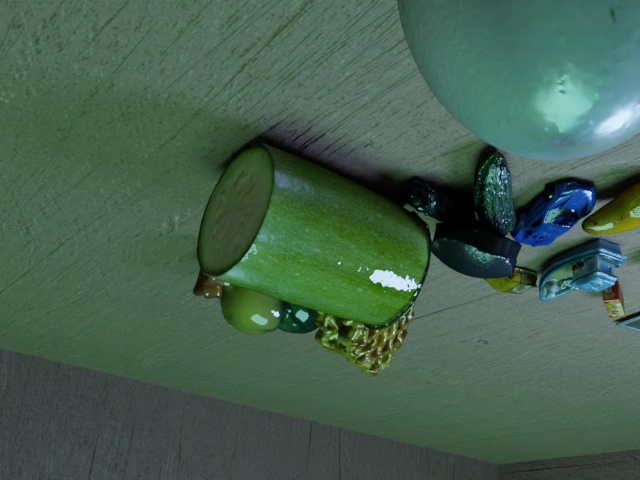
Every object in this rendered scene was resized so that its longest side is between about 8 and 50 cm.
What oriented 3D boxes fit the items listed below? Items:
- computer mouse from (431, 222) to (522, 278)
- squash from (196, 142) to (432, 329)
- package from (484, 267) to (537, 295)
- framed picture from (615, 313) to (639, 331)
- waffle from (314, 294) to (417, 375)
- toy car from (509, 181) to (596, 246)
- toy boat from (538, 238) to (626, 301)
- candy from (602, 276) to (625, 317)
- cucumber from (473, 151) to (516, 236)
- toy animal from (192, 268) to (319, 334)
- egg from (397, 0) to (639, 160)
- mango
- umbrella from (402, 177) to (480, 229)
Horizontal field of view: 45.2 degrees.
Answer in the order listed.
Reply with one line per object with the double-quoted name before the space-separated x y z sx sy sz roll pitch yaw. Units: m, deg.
"computer mouse" 0.308 0.031 1.527 0.168 0.087 0.295 14 178 17
"squash" 0.000 0.000 1.443 0.384 0.263 0.263 21 150 -30
"package" 0.441 0.090 1.809 0.131 0.047 0.071 16 156 -26
"framed picture" 0.955 0.218 2.026 0.274 0.017 0.217 16 152 -21
"waffle" 0.109 0.163 1.801 0.151 0.261 0.324 14 159 31
"toy car" 0.453 -0.046 1.500 0.103 0.063 0.216 12 154 -14
"toy boat" 0.570 0.084 1.716 0.109 0.098 0.238 17 153 -18
"candy" 0.703 0.138 1.847 0.038 0.062 0.122 -8 153 25
"cucumber" 0.323 -0.082 1.437 0.077 0.077 0.265 -4 154 18
"toy animal" -0.125 0.133 1.832 0.338 0.191 0.216 11 154 -15
"egg" 0.253 -0.240 0.806 0.355 0.339 0.354 5 155 3
"mango" 0.579 -0.059 1.420 0.098 0.075 0.190 11 144 -45
"umbrella" 0.256 -0.059 1.513 0.071 0.080 0.224 -48 137 15
